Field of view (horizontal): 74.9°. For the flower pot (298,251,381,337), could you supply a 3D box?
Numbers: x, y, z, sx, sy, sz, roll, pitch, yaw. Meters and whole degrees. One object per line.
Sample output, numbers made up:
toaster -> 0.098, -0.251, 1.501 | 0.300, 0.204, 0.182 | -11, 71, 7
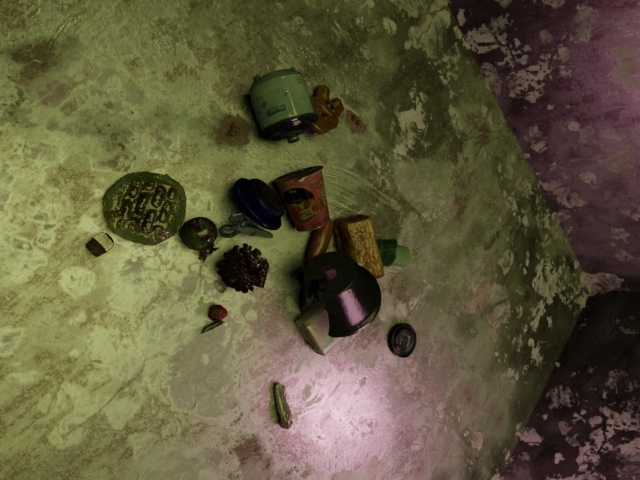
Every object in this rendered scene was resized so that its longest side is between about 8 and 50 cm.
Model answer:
flower pot -> 0.069, 0.190, 1.799 | 0.379, 0.379, 0.251 | -52, 147, -23

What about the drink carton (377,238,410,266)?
drink carton -> 0.385, 0.076, 2.188 | 0.142, 0.146, 0.144 | 15, 80, -40

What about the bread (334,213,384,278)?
bread -> 0.185, 0.044, 2.053 | 0.195, 0.149, 0.343 | -14, 96, -20

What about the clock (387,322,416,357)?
clock -> 0.441, 0.537, 2.256 | 0.185, 0.040, 0.184 | 2, 86, -33

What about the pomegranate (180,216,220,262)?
pomegranate -> -0.468, -0.012, 1.650 | 0.148, 0.149, 0.169 | -46, 117, -25

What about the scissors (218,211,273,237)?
scissors -> -0.297, -0.045, 1.758 | 0.138, 0.041, 0.289 | -47, 148, 17

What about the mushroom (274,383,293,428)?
mushroom -> -0.170, 0.735, 1.861 | 0.059, 0.054, 0.202 | -12, 89, -38

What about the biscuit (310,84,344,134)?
biscuit -> 0.024, -0.618, 1.987 | 0.186, 0.044, 0.295 | 34, 52, -25

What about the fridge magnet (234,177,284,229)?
fridge magnet -> -0.250, -0.157, 1.743 | 0.113, 0.265, 0.265 | -36, 113, 18

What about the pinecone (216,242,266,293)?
pinecone -> -0.315, 0.106, 1.712 | 0.208, 0.208, 0.207 | 1, 87, -32

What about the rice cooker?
rice cooker -> -0.157, -0.566, 1.798 | 0.317, 0.264, 0.316 | -17, 90, -76

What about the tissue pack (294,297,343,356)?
tissue pack -> 0.043, 0.379, 1.965 | 0.271, 0.124, 0.201 | -38, 104, -27

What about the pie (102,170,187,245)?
pie -> -0.652, -0.122, 1.568 | 0.307, 0.071, 0.306 | 3, 83, -26

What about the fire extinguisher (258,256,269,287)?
fire extinguisher -> -0.250, 0.142, 1.837 | 0.056, 0.039, 0.132 | 33, 67, -62

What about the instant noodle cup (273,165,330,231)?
instant noodle cup -> -0.065, -0.184, 1.873 | 0.244, 0.244, 0.254 | -27, 110, -30

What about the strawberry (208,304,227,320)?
strawberry -> -0.419, 0.297, 1.716 | 0.083, 0.074, 0.073 | 20, 74, -67

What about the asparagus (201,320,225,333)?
asparagus -> -0.444, 0.353, 1.712 | 0.108, 0.025, 0.021 | -25, 59, -29

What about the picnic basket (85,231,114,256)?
picnic basket -> -0.781, 0.012, 1.487 | 0.083, 0.072, 0.072 | -42, 110, -13

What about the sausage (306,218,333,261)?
sausage -> 0.000, 0.000, 1.970 | 0.098, 0.098, 0.238 | 28, 75, -28

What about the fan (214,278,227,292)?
fan -> -0.407, 0.188, 1.756 | 0.080, 0.003, 0.060 | -14, 96, -32
